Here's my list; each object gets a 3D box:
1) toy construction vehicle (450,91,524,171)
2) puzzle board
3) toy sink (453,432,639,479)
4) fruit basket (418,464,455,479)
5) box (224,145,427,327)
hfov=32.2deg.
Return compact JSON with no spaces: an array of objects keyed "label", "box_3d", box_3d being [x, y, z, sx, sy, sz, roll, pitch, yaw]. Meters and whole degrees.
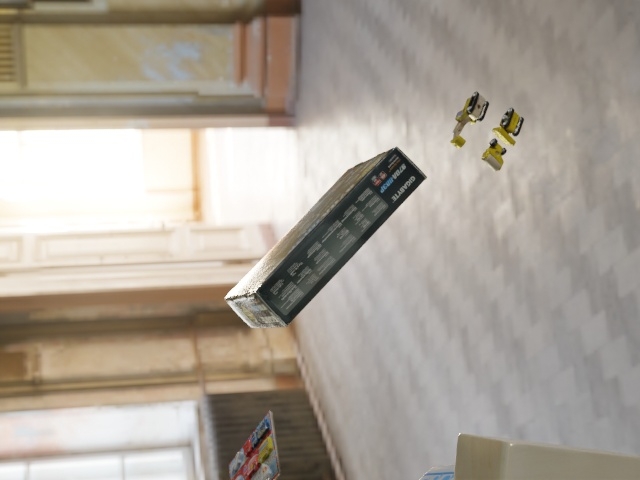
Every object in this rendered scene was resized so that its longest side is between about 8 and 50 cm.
[{"label":"toy construction vehicle","box_3d":[0.207,-0.138,1.399,0.035,0.086,0.098,-20,40,50]},{"label":"puzzle board","box_3d":[-0.089,0.298,1.448,0.128,0.011,0.096,-56,30,35]},{"label":"toy sink","box_3d":[0.260,0.288,1.135,0.131,0.234,0.153,163,114,-72]},{"label":"fruit basket","box_3d":[0.122,0.401,1.345,0.327,0.353,0.166,-18,92,51]},{"label":"box","box_3d":[0.000,0.000,1.205,0.051,0.220,0.175,45,165,-8]}]
